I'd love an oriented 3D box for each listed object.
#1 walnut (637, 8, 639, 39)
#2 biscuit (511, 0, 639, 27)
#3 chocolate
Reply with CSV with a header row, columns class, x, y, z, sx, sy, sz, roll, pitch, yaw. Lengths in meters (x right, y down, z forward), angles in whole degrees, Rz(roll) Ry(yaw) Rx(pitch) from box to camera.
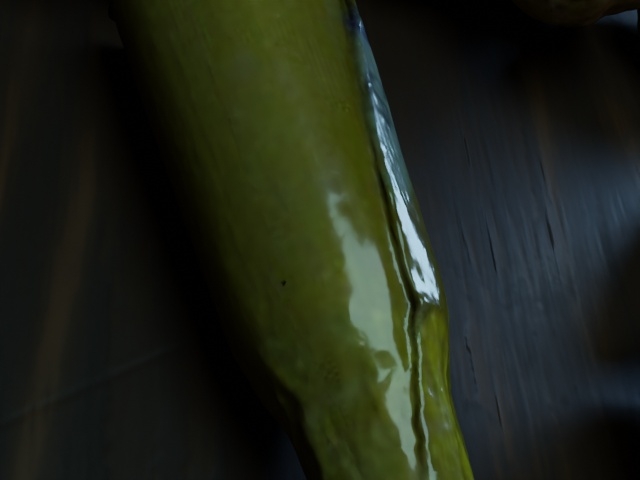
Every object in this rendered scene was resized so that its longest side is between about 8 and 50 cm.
class,x,y,z,sx,sy,sz,roll,pitch,yaw
walnut,0.394,-0.209,1.260,0.184,0.155,0.155,30,43,-4
biscuit,0.126,-0.353,1.175,0.455,0.078,0.350,26,39,6
chocolate,0.000,0.000,0.809,0.162,0.162,0.445,-1,58,-36
